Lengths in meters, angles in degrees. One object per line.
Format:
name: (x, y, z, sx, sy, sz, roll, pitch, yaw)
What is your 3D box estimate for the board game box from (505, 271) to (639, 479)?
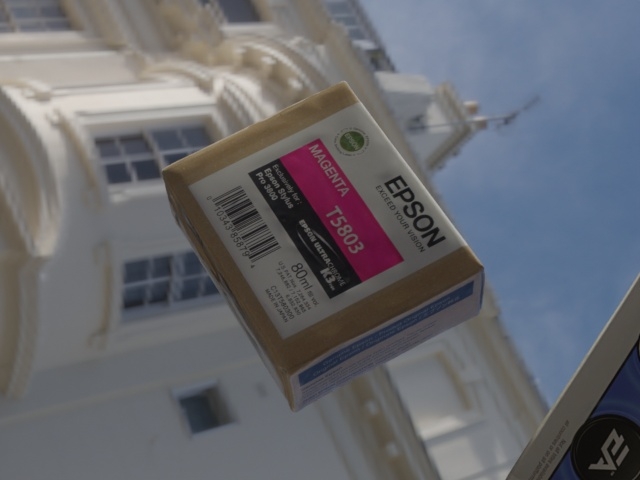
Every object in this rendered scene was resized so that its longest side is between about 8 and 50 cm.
board game box: (0.290, 0.067, 0.579, 0.302, 0.086, 0.308, 33, -93, 20)

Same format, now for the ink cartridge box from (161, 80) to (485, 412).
ink cartridge box: (0.000, 0.000, 1.161, 0.235, 0.193, 0.088, 55, -14, 27)
